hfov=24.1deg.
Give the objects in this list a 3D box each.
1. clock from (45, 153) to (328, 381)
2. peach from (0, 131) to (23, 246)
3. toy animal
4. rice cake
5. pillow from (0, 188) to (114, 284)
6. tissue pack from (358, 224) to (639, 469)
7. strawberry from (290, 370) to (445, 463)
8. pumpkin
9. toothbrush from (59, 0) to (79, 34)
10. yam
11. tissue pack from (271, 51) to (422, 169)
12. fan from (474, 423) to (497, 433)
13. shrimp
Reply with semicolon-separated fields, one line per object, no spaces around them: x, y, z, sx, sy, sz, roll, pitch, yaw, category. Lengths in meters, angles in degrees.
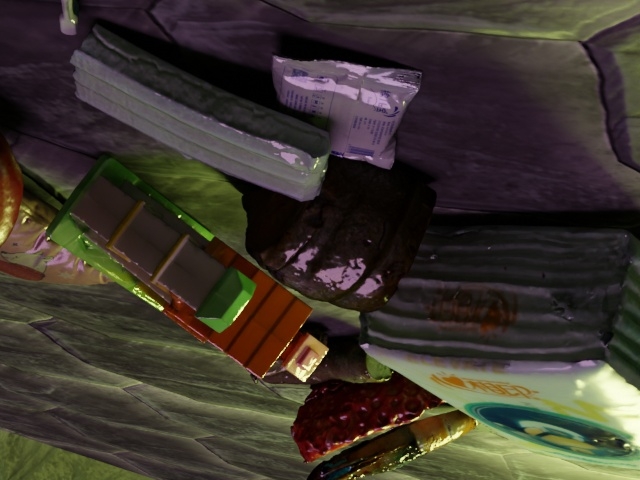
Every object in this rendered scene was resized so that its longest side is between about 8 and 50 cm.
-0.124;0.049;1.555;0.255;0.106;0.220;35;177;38;clock
-0.421;-0.058;1.486;0.243;0.199;0.243;21;158;9;peach
-0.082;0.149;2.029;0.219;0.086;0.069;5;121;42;toy animal
-0.102;-0.104;1.299;0.237;0.043;0.127;25;163;0;rice cake
-0.367;-0.010;1.762;0.223;0.084;0.236;-1;152;42;pillow
0.262;0.119;1.539;0.287;0.162;0.388;1;158;38;tissue pack
0.062;0.216;2.079;0.236;0.111;0.190;-26;173;32;strawberry
-0.003;0.004;1.460;0.131;0.126;0.248;22;161;-15;pumpkin
-0.190;-0.215;1.117;0.022;0.026;0.263;10;162;-5;toothbrush
0.005;0.166;2.035;0.061;0.061;0.253;27;160;-33;yam
0.014;-0.110;1.272;0.122;0.026;0.193;14;162;0;tissue pack
0.262;0.286;2.277;0.083;0.004;0.056;7;160;21;fan
0.099;0.298;2.151;0.290;0.054;0.222;-21;174;-18;shrimp
